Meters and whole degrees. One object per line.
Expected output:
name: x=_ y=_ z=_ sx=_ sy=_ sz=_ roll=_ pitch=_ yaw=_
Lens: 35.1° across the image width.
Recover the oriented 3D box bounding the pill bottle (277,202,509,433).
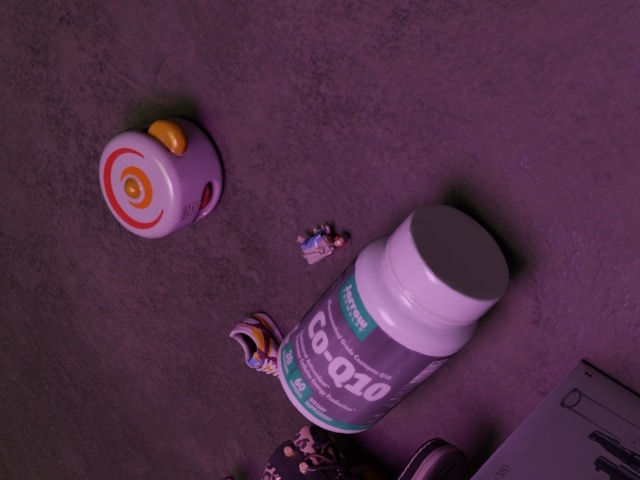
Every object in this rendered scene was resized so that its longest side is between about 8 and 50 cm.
pill bottle: x=0.103 y=0.118 z=1.503 sx=0.204 sy=0.204 sz=0.361 roll=49 pitch=130 yaw=11

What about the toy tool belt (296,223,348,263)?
toy tool belt: x=0.000 y=0.000 z=1.633 sx=0.083 sy=0.052 sz=0.051 roll=-32 pitch=96 yaw=41

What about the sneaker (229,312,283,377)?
sneaker: x=-0.083 y=0.214 z=1.767 sx=0.185 sy=0.084 sz=0.069 roll=46 pitch=130 yaw=13

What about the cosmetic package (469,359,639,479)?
cosmetic package: x=0.360 y=0.339 z=1.282 sx=0.284 sy=0.377 sz=0.097 roll=31 pitch=127 yaw=23

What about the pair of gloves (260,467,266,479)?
pair of gloves: x=-0.051 y=0.523 z=1.919 sx=0.159 sy=0.023 sz=0.198 roll=24 pitch=121 yaw=28

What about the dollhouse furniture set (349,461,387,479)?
dollhouse furniture set: x=0.185 y=0.550 z=1.693 sx=0.374 sy=0.152 sz=0.201 roll=38 pitch=130 yaw=41

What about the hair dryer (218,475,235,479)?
hair dryer: x=-0.113 y=0.588 z=1.962 sx=0.293 sy=0.080 sz=0.223 roll=53 pitch=154 yaw=16

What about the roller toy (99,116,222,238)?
roller toy: x=-0.277 y=-0.107 z=1.737 sx=0.209 sy=0.146 sz=0.191 roll=-11 pitch=103 yaw=40

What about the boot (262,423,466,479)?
boot: x=0.053 y=0.398 z=1.605 sx=0.284 sy=0.138 sz=0.377 roll=45 pitch=125 yaw=38
